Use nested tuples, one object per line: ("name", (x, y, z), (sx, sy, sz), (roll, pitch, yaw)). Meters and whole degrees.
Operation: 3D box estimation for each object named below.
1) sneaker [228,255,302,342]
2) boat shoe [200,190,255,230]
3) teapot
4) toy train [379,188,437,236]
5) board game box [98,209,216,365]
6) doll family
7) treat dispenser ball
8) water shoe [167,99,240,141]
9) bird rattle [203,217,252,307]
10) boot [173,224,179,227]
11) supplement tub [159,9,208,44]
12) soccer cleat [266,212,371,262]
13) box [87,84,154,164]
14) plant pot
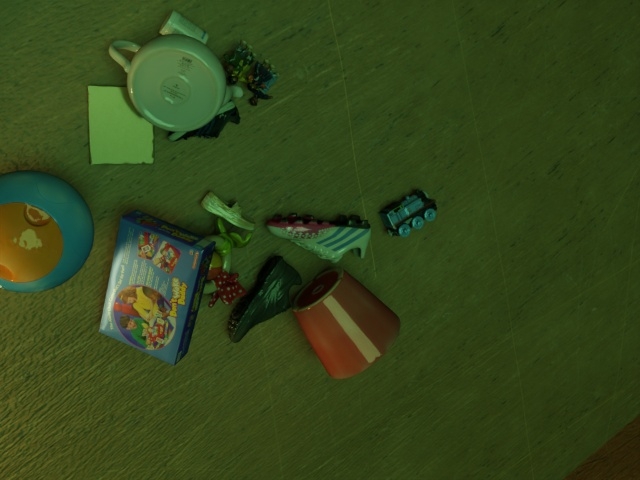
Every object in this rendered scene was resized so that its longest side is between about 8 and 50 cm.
("sneaker", (-0.160, 0.189, 1.927), (0.130, 0.109, 0.286), (37, 90, -22))
("boat shoe", (-0.249, -0.084, 1.842), (0.170, 0.063, 0.059), (27, 99, -26))
("teapot", (-0.356, -0.406, 1.638), (0.253, 0.187, 0.256), (-19, 124, 7))
("toy train", (0.278, -0.086, 2.055), (0.184, 0.080, 0.105), (-31, 108, -12))
("board game box", (-0.428, 0.124, 1.712), (0.233, 0.078, 0.347), (22, 112, 9))
("doll family", (-0.188, -0.439, 1.762), (0.193, 0.076, 0.111), (34, 85, -30))
("treat dispenser ball", (-0.685, -0.021, 1.552), (0.288, 0.288, 0.288), (-6, 107, -21))
("water shoe", (-0.305, -0.299, 1.752), (0.203, 0.073, 0.080), (-32, 117, -11))
("bird rattle", (-0.297, 0.068, 1.810), (0.207, 0.143, 0.253), (-7, 118, -57))
("boot", (-0.384, 0.069, 1.787), (0.077, 0.137, 0.197), (-16, 111, -18))
("supplement tub", (-0.345, -0.525, 1.672), (0.107, 0.071, 0.071), (32, 91, -26))
("soccer cleat", (0.000, 0.000, 1.939), (0.331, 0.116, 0.143), (1, 104, -23))
("box", (-0.511, -0.295, 1.695), (0.164, 0.021, 0.201), (-3, 106, -22))
("plant pot", (0.061, 0.230, 1.968), (0.275, 0.275, 0.243), (-41, 106, -7))
